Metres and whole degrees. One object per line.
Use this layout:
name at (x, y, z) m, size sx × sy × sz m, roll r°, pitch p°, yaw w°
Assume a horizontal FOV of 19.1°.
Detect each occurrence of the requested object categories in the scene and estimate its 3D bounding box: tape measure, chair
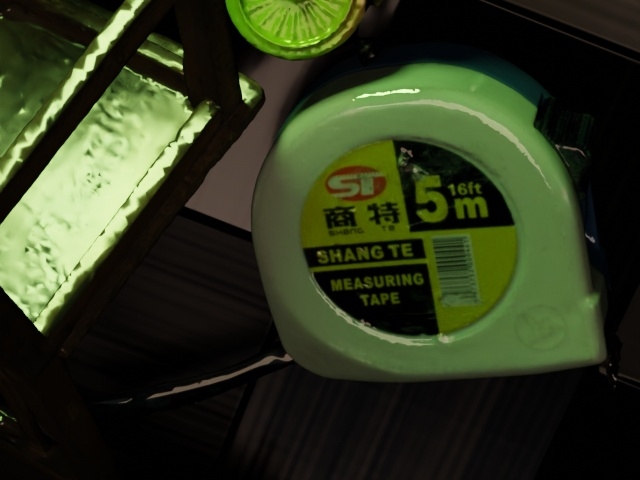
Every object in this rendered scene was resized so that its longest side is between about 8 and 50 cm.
tape measure at (0.000, 0.000, 1.163) m, size 0.351 × 0.098 × 0.215 m, roll -6°, pitch 114°, yaw 14°
chair at (-0.167, -0.042, 1.086) m, size 0.203 × 0.416 × 0.240 m, roll 26°, pitch 72°, yaw 20°

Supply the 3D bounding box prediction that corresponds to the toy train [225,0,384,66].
toy train at (-0.062, -0.225, 1.075) m, size 0.296 × 0.100 × 0.160 m, roll 36°, pitch 104°, yaw -7°
